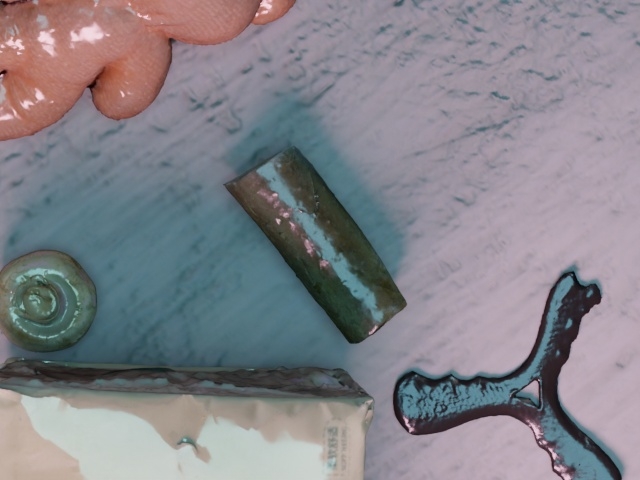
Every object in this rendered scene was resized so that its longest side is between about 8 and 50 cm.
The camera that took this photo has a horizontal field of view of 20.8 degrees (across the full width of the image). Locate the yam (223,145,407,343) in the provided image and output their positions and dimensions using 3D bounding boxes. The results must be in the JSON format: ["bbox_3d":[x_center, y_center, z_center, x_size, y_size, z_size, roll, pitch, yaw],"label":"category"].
[{"bbox_3d":[0.000,0.000,1.406,0.068,0.068,0.169,-39,97,-2],"label":"yam"}]

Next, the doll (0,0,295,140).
[{"bbox_3d":[-0.184,-0.195,1.356,0.303,0.156,0.201,-26,138,14],"label":"doll"}]

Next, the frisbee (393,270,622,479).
[{"bbox_3d":[0.178,0.113,1.460,0.211,0.012,0.187,21,91,-6],"label":"frisbee"}]

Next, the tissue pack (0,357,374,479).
[{"bbox_3d":[-0.118,0.284,1.343,0.297,0.207,0.380,1,94,-7],"label":"tissue pack"}]

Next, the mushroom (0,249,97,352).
[{"bbox_3d":[-0.220,0.049,1.386,0.083,0.067,0.084,0,92,1],"label":"mushroom"}]
